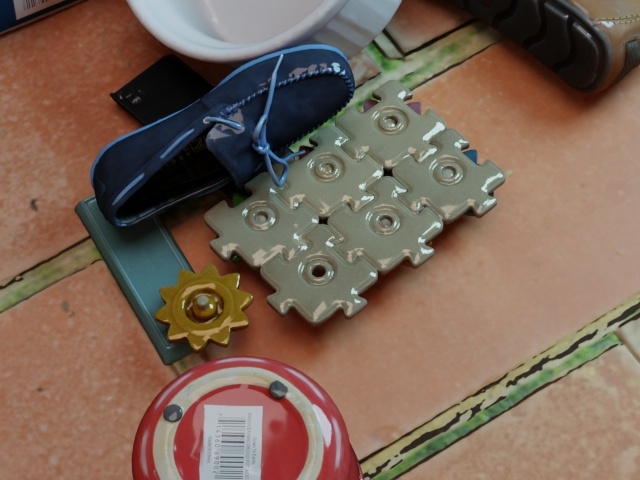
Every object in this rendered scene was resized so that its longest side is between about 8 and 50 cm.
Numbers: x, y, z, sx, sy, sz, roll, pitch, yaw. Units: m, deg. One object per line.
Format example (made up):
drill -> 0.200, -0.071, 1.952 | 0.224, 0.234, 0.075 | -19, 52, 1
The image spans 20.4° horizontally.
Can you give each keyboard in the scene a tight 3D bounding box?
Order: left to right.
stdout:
keyboard -> -0.121, -0.096, 1.683 | 0.180, 0.023, 0.108 | 39, 64, 23

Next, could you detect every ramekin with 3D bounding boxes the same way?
ramekin -> -0.044, -0.285, 1.671 | 0.277, 0.135, 0.277 | -6, 77, 25

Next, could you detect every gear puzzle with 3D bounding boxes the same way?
gear puzzle -> 0.000, 0.000, 1.604 | 0.339, 0.044, 0.175 | -37, 62, -20

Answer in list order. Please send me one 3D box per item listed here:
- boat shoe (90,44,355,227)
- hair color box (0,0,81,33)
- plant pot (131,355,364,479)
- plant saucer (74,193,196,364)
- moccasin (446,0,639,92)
boat shoe -> -0.079, -0.079, 1.590 | 0.258, 0.109, 0.089 | -31, 40, 13
hair color box -> -0.344, -0.383, 1.796 | 0.174, 0.105, 0.347 | -25, 66, -16
plant pot -> -0.055, 0.198, 1.421 | 0.191, 0.174, 0.191 | 0, 60, 0
plant saucer -> -0.155, 0.022, 1.617 | 0.067, 0.018, 0.192 | -27, 63, -13
moccasin -> 0.178, -0.301, 1.729 | 0.380, 0.139, 0.147 | 37, 56, 25
